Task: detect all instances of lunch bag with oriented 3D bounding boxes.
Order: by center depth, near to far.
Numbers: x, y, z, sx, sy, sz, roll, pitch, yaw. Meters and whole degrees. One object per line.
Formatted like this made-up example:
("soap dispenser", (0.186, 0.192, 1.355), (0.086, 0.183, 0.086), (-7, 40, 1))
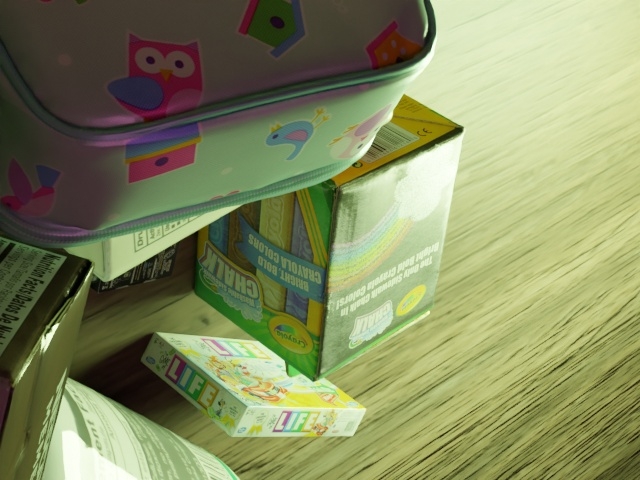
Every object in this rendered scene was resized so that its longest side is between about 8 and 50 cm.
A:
("lunch bag", (-0.101, -0.140, 0.637), (0.224, 0.279, 0.108), (-19, 158, -30))

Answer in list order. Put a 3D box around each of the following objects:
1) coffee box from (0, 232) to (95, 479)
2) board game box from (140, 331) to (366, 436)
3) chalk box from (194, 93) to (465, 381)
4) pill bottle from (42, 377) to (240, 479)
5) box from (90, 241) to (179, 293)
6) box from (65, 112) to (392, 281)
("coffee box", (-0.261, 0.057, 0.574), (0.119, 0.297, 0.168), (-77, -175, -67))
("board game box", (-0.048, 0.110, 1.075), (0.154, 0.103, 0.026), (11, 109, -55))
("chalk box", (0.000, 0.000, 1.019), (0.132, 0.132, 0.213), (-27, 138, -38))
("pill bottle", (-0.194, 0.175, 0.854), (0.204, 0.204, 0.361), (-54, 147, -4))
("box", (-0.121, -0.009, 0.955), (0.067, 0.018, 0.083), (-14, 129, -46))
("box", (-0.076, -0.108, 0.828), (0.232, 0.127, 0.148), (-31, 140, -33))
